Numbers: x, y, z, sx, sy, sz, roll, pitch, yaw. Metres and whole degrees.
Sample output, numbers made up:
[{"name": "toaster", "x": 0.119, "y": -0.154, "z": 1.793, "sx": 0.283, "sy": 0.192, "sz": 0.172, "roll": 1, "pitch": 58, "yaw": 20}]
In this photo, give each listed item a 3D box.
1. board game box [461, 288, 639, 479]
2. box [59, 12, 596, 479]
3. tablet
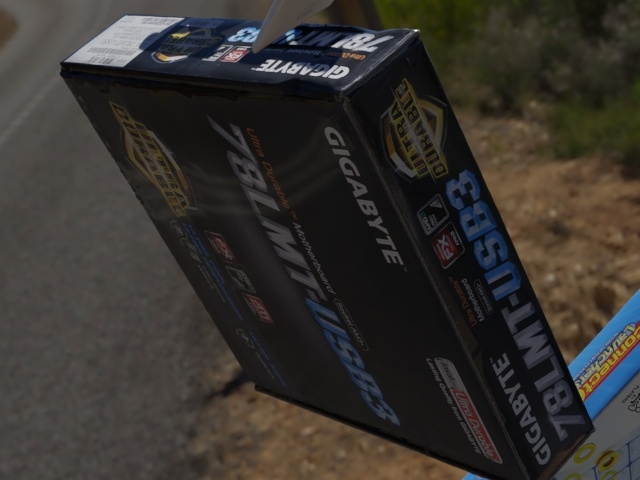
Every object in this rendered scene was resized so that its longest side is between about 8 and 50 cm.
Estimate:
[{"name": "board game box", "x": 0.310, "y": 0.227, "z": 1.397, "sx": 0.308, "sy": 0.302, "sz": 0.086, "roll": -49, "pitch": 23, "yaw": 11}, {"name": "box", "x": 0.000, "y": 0.000, "z": 0.996, "sx": 0.073, "sy": 0.295, "sz": 0.293, "roll": -42, "pitch": 32, "yaw": -24}, {"name": "tablet", "x": -0.003, "y": -0.123, "z": 0.775, "sx": 0.083, "sy": 0.006, "sz": 0.054, "roll": -43, "pitch": -13, "yaw": -53}]
